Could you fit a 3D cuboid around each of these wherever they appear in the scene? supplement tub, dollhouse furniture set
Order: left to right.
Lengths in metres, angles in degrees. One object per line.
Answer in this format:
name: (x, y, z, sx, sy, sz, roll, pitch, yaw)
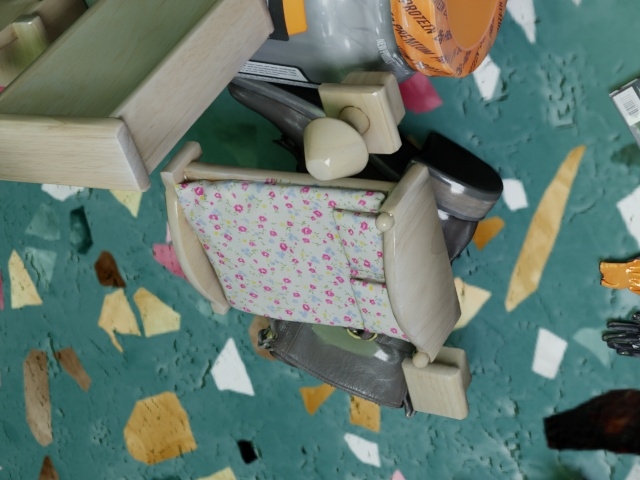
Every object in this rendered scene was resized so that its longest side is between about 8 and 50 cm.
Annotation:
dollhouse furniture set: (-0.090, 0.015, 0.860, 0.303, 0.174, 0.356, 7, 133, 30)
supplement tub: (-0.036, -0.209, 0.886, 0.316, 0.193, 0.194, 11, 110, 25)

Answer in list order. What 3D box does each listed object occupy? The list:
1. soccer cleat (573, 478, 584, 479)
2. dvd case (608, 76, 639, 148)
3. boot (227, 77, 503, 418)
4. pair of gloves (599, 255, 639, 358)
soccer cleat: (0.108, 0.293, 1.027, 0.331, 0.116, 0.143, -29, 75, 30)
dvd case: (0.270, -0.093, 0.860, 0.119, 0.013, 0.087, -32, 89, 31)
boot: (0.000, 0.000, 0.992, 0.263, 0.091, 0.229, 33, 118, 14)
pair of gloves: (0.243, 0.050, 0.922, 0.074, 0.010, 0.083, 3, 109, 27)
